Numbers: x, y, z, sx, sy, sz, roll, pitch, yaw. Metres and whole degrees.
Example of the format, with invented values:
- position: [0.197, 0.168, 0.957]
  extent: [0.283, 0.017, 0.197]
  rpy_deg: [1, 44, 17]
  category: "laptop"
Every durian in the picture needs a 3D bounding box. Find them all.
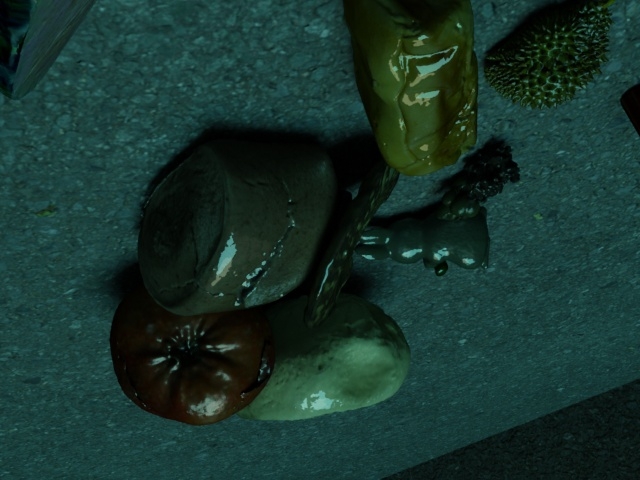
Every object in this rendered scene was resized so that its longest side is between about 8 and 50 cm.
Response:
- position: [0.328, -0.245, 1.117]
  extent: [0.146, 0.102, 0.208]
  rpy_deg: [13, 137, -34]
  category: "durian"

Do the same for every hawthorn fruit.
- position: [-0.223, 0.185, 1.441]
  extent: [0.276, 0.276, 0.307]
  rpy_deg: [-9, 170, -14]
  category: "hawthorn fruit"

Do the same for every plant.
- position: [0.258, -0.090, 1.384]
  extent: [0.085, 0.087, 0.174]
  rpy_deg: [31, 128, -16]
  category: "plant"

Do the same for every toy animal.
- position: [0.179, -0.008, 1.482]
  extent: [0.236, 0.138, 0.108]
  rpy_deg: [9, -168, -2]
  category: "toy animal"

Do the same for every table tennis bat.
- position: [0.000, 0.000, 1.362]
  extent: [0.038, 0.149, 0.237]
  rpy_deg: [23, 161, -10]
  category: "table tennis bat"

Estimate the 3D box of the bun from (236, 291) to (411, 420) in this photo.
- position: [-0.015, 0.218, 1.610]
  extent: [0.353, 0.227, 0.349]
  rpy_deg: [-17, 172, 33]
  category: "bun"

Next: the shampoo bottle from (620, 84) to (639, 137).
- position: [0.553, -0.120, 1.285]
  extent: [0.102, 0.260, 0.064]
  rpy_deg: [9, 142, -41]
  category: "shampoo bottle"

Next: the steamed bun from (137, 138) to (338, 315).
- position: [-0.111, 0.002, 1.212]
  extent: [0.252, 0.199, 0.301]
  rpy_deg: [5, 144, -34]
  category: "steamed bun"

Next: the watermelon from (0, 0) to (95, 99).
- position: [-0.277, -0.276, 0.696]
  extent: [0.222, 0.319, 0.292]
  rpy_deg: [39, 119, -16]
  category: "watermelon"

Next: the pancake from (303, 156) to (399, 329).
- position: [0.050, -0.002, 1.278]
  extent: [0.033, 0.286, 0.288]
  rpy_deg: [26, 133, 8]
  category: "pancake"

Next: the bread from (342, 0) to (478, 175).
- position: [0.109, -0.204, 0.994]
  extent: [0.132, 0.166, 0.294]
  rpy_deg: [-18, 152, 2]
  category: "bread"
